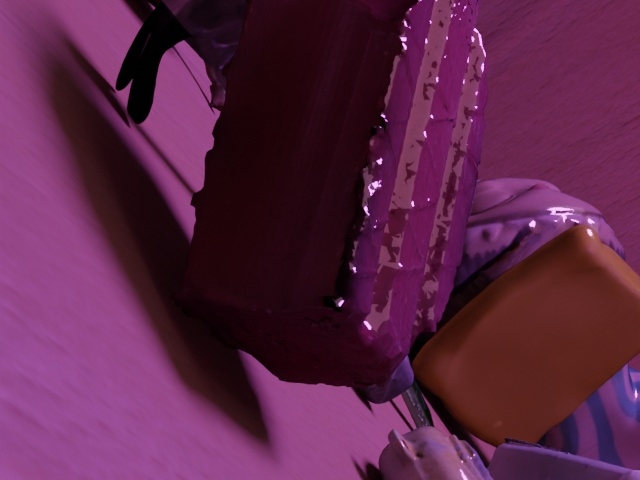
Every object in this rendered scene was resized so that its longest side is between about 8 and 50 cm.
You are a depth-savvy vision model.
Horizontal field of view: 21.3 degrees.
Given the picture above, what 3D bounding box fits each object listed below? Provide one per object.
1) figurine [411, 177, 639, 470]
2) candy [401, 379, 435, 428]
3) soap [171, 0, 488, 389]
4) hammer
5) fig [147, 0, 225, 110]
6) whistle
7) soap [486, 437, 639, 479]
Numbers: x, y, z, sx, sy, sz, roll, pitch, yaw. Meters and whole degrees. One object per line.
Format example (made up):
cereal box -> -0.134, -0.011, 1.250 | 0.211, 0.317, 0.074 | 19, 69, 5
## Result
figurine -> 0.220, 0.067, 1.880 | 0.361, 0.266, 0.377 | 62, 4, -31
candy -> 0.042, 0.059, 1.388 | 0.097, 0.097, 0.323 | -112, 176, -55
soap -> 0.022, -0.064, 0.957 | 0.182, 0.112, 0.289 | 59, 42, -63
hammer -> -0.002, -0.023, 1.171 | 0.044, 0.152, 0.427 | 52, -7, 45
fig -> -0.089, -0.240, 1.390 | 0.148, 0.149, 0.202 | 56, 0, 33
whistle -> 0.113, 0.219, 1.171 | 0.258, 0.067, 0.126 | 59, 2, -28
soap -> 0.193, 0.232, 1.258 | 0.150, 0.094, 0.261 | 58, -14, -8
